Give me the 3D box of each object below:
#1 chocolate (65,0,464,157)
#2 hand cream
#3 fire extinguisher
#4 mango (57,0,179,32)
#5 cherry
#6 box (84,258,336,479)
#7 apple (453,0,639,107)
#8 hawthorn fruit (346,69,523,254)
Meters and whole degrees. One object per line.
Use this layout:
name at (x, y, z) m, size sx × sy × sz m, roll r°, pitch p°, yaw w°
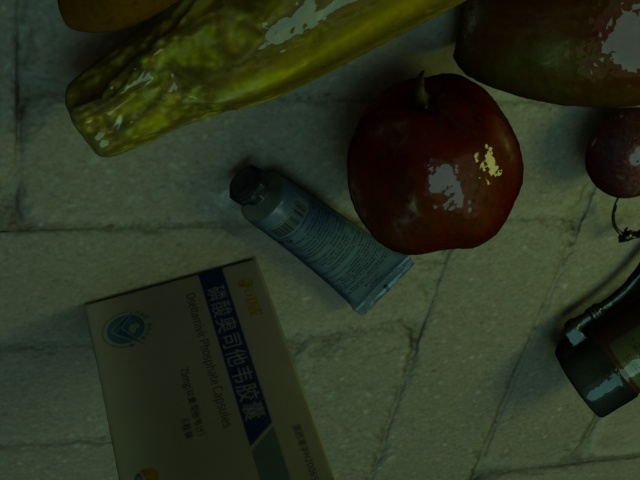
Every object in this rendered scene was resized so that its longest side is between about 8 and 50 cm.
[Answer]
chocolate at (-0.021, -0.208, 0.985) m, size 0.445 × 0.162 × 0.162 m, roll -29°, pitch 134°, yaw 7°
hand cream at (0.000, 0.000, 1.258) m, size 0.091 × 0.058 × 0.271 m, roll -48°, pitch 134°, yaw 7°
fire extinguisher at (0.469, 0.066, 1.454) m, size 0.376 × 0.113 × 0.200 m, roll -35°, pitch 133°, yaw 11°
mango at (-0.116, -0.263, 0.912) m, size 0.252 × 0.154 × 0.126 m, roll -44°, pitch 124°, yaw 1°
cherry at (0.363, -0.076, 1.309) m, size 0.107 × 0.090 × 0.225 m, roll -35°, pitch 144°, yaw 2°
box at (-0.113, 0.174, 1.164) m, size 0.200 × 0.343 × 0.065 m, roll -15°, pitch 134°, yaw -8°
apple at (0.301, -0.251, 1.095) m, size 0.346 × 0.254 × 0.179 m, roll -16°, pitch 174°, yaw -7°
hawthorn fruit at (0.108, -0.086, 1.134) m, size 0.179 × 0.179 × 0.200 m, roll -23°, pitch 137°, yaw 0°
